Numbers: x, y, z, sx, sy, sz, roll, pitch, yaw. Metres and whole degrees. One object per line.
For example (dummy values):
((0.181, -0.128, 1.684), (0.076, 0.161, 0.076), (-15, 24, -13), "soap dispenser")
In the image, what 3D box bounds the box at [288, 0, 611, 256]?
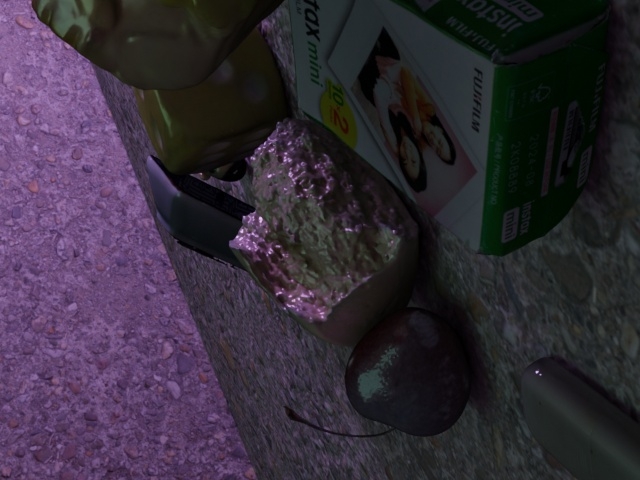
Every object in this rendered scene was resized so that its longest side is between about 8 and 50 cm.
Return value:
((0.078, -0.123, 0.672), (0.250, 0.103, 0.180), (41, 149, 38), "box")

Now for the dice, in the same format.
((-0.152, -0.195, 1.268), (0.169, 0.166, 0.169), (68, 164, 5), "dice")

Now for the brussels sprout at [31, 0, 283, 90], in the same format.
((-0.121, -0.304, 0.782), (0.268, 0.344, 0.344), (29, 168, -11), "brussels sprout")

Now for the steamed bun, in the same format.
((0.000, 0.000, 1.015), (0.225, 0.170, 0.200), (48, 149, 48), "steamed bun")

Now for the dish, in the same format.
((-0.141, -0.017, 1.349), (0.243, 0.080, 0.182), (28, -173, -30), "dish")

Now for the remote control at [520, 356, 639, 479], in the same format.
((0.242, 0.185, 0.689), (0.309, 0.038, 0.090), (41, 149, 59), "remote control")

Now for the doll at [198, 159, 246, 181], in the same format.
((-0.177, -0.153, 1.560), (0.089, 0.102, 0.179), (25, -164, -44), "doll")

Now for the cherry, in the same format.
((0.061, 0.128, 0.971), (0.188, 0.115, 0.148), (15, 145, 14), "cherry")
